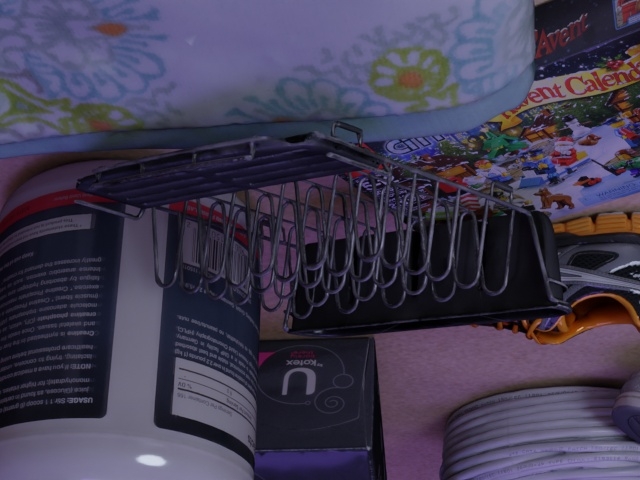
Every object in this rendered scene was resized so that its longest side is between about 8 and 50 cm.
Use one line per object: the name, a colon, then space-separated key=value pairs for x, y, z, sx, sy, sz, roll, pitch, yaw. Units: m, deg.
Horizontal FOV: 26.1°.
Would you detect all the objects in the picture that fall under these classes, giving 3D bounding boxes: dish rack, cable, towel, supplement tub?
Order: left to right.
supplement tub: x=-0.137 y=0.101 z=0.932 sx=0.191 sy=0.272 sz=0.191 roll=1 pitch=152 yaw=1
towel: x=-0.093 y=-0.152 z=0.652 sx=0.374 sy=0.090 sz=0.320 roll=-5 pitch=152 yaw=10
dish rack: x=0.000 y=0.000 z=0.818 sx=0.208 sy=0.074 sz=0.271 roll=-10 pitch=163 yaw=36
cable: x=0.243 y=0.220 z=1.347 sx=0.257 sy=0.089 sz=0.257 roll=-23 pitch=145 yaw=36

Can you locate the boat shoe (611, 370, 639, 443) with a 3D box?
boat shoe: x=0.412 y=0.147 z=1.208 sx=0.320 sy=0.103 sz=0.118 roll=7 pitch=157 yaw=-2

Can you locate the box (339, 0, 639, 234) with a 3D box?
box: x=0.132 y=-0.070 z=0.844 sx=0.233 sy=0.044 sz=0.159 roll=-19 pitch=147 yaw=32

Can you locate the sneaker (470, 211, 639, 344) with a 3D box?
sneaker: x=0.150 y=0.036 z=1.007 sx=0.214 sy=0.083 sz=0.084 roll=-10 pitch=152 yaw=23

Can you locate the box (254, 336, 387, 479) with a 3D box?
box: x=-0.024 y=0.230 z=1.213 sx=0.165 sy=0.143 sz=0.270 roll=-2 pitch=127 yaw=5
